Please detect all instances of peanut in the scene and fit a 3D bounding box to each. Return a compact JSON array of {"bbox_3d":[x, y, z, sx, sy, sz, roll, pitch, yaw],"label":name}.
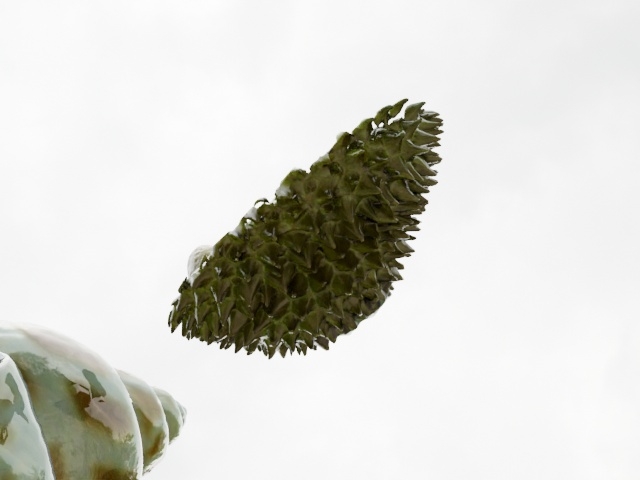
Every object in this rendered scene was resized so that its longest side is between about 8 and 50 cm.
[{"bbox_3d":[-0.082,0.039,0.587,0.037,0.083,0.037,-11,-29,-6],"label":"peanut"}]

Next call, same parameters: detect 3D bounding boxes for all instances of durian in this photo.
[{"bbox_3d":[0.006,0.006,0.485,0.095,0.137,0.220,44,-84,5],"label":"durian"}]

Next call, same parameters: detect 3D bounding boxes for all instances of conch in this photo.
[{"bbox_3d":[-0.233,0.155,0.506,0.197,0.249,0.368,57,-138,-9],"label":"conch"}]
